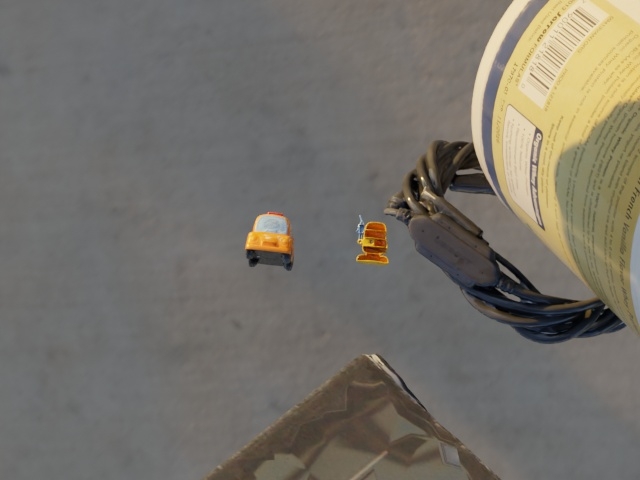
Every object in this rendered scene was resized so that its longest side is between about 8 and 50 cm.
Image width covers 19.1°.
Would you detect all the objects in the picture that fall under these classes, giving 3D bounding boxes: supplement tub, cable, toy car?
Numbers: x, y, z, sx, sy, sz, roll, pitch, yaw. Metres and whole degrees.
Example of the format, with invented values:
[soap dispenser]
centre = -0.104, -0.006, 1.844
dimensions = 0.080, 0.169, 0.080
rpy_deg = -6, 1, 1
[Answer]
[supplement tub]
centre = 0.253, -0.039, 1.145
dimensions = 0.228, 0.316, 0.228
rpy_deg = -11, 122, -19
[cable]
centre = 0.139, 0.001, 1.307
dimensions = 0.184, 0.150, 0.047
rpy_deg = 33, 125, 10
[toy car]
centre = 0.000, 0.000, 1.379
dimensions = 0.122, 0.060, 0.040
rpy_deg = 2, 78, 20

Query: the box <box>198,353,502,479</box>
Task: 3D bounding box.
[box]
centre = 0.006, 0.395, 0.837
dimensions = 0.472, 0.480, 0.297
rpy_deg = 43, 157, 26
